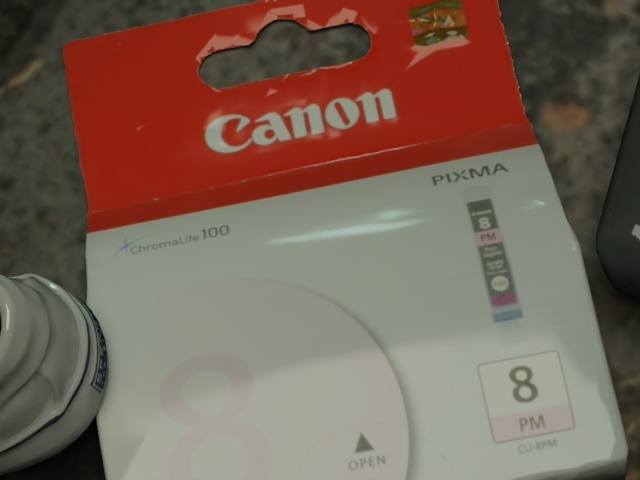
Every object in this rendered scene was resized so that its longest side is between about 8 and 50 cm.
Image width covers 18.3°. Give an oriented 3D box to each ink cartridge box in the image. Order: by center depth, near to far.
[{"bbox_3d":[0.000,0.000,0.767,0.189,0.066,0.232,-12,75,0],"label":"ink cartridge box"}]

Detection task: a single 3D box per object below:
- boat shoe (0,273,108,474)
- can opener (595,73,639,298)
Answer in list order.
[{"bbox_3d":[-0.207,0.069,0.720,0.258,0.084,0.095,-26,67,9],"label":"boat shoe"},{"bbox_3d":[0.165,-0.114,0.765,0.076,0.095,0.283,6,60,25],"label":"can opener"}]
